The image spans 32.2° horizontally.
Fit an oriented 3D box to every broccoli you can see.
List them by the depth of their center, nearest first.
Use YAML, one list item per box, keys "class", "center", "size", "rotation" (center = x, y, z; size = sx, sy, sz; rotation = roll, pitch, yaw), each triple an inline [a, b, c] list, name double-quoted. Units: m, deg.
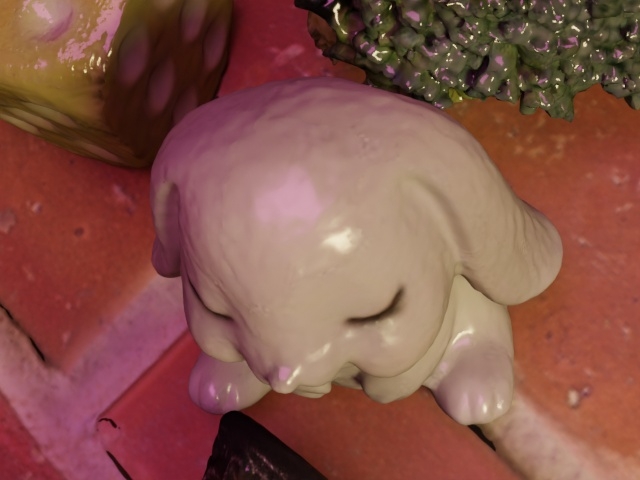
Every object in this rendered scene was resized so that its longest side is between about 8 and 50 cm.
- class: "broccoli"
  center: [0.142, -0.245, 0.703]
  size: [0.348, 0.293, 0.281]
  rotation: [-7, 31, -7]

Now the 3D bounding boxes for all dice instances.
- class: "dice"
  center: [-0.172, -0.160, 0.798]
  size: [0.169, 0.169, 0.166]
  rotation: [19, 81, 19]

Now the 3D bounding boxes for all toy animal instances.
- class: "toy animal"
  center: [0.000, 0.000, 0.660]
  size: [0.271, 0.265, 0.206]
  rotation: [2, 73, 17]

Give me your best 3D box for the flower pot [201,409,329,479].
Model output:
- class: "flower pot"
  center: [-0.069, 0.254, 0.619]
  size: [0.266, 0.266, 0.267]
  rotation: [37, 74, 20]
